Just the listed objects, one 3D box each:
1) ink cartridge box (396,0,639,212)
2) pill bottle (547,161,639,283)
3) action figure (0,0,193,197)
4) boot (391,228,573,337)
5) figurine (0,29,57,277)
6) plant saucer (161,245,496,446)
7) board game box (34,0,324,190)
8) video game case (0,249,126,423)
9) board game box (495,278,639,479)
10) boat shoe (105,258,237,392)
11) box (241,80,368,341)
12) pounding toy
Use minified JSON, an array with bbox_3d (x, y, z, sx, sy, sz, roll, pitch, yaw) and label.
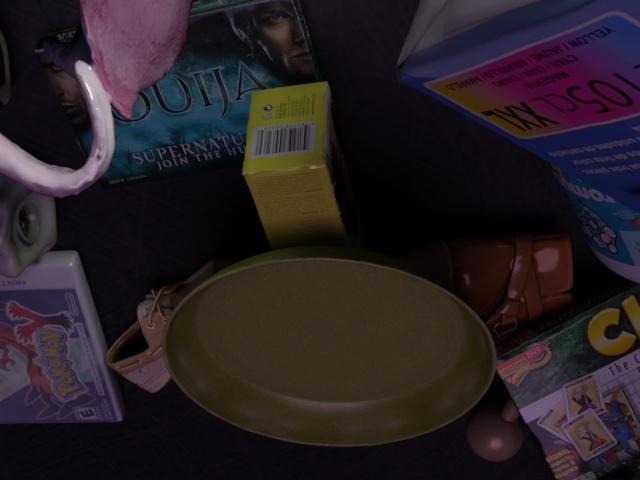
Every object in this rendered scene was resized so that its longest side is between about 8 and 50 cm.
[{"bbox_3d":[0.266,-0.119,0.444,0.395,0.270,0.151,25,168,-25],"label":"ink cartridge box"},{"bbox_3d":[0.220,-0.070,0.615,0.146,0.146,0.264,-23,125,20],"label":"pill bottle"},{"bbox_3d":[-0.085,-0.245,0.423,0.248,0.276,0.370,35,137,-16],"label":"action figure"},{"bbox_3d":[0.131,0.070,0.789,0.152,0.073,0.197,-12,142,-3],"label":"boot"},{"bbox_3d":[-0.322,-0.064,0.697,0.209,0.092,0.215,3,131,11],"label":"figurine"},{"bbox_3d":[0.007,0.077,0.697,0.241,0.037,0.241,3,139,3],"label":"plant saucer"},{"bbox_3d":[-0.092,-0.106,0.679,0.186,0.026,0.126,-10,129,11],"label":"board game box"},{"bbox_3d":[-0.285,0.094,0.856,0.183,0.023,0.201,-2,130,5],"label":"video game case"},{"bbox_3d":[0.276,0.086,0.750,0.259,0.030,0.136,-29,99,7],"label":"board game box"},{"bbox_3d":[-0.129,0.070,0.803,0.059,0.063,0.170,25,127,-24],"label":"boat shoe"},{"bbox_3d":[0.000,0.000,0.701,0.058,0.087,0.232,-6,140,9],"label":"box"},{"bbox_3d":[0.266,0.188,0.836,0.236,0.110,0.183,21,131,-21],"label":"pounding toy"}]
